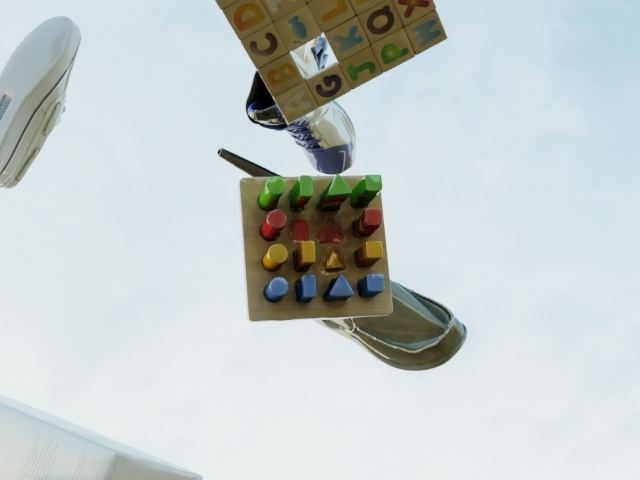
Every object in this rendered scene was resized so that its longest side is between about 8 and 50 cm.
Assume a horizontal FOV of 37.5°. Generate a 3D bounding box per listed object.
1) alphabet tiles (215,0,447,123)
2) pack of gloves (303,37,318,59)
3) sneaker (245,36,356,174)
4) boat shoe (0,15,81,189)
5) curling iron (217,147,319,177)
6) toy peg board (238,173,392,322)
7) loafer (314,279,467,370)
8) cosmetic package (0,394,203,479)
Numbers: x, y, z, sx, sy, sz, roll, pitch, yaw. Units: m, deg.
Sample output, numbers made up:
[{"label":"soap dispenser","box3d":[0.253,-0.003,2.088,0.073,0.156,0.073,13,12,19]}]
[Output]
[{"label":"alphabet tiles","box3d":[0.003,-0.250,0.954,0.198,0.009,0.237,-27,-49,6]},{"label":"pack of gloves","box3d":[0.029,-0.350,1.134,0.046,0.232,0.195,9,-6,-7]},{"label":"sneaker","box3d":[-0.052,-0.233,1.708,0.127,0.182,0.315,7,-46,32]},{"label":"boat shoe","box3d":[-0.417,-0.196,1.377,0.088,0.096,0.267,33,-99,-59]},{"label":"curling iron","box3d":[-0.084,-0.119,1.776,0.274,0.068,0.035,18,-45,-38]},{"label":"toy peg board","box3d":[0.000,0.000,1.013,0.161,0.160,0.079,-2,-13,-12]},{"label":"loafer","box3d":[0.067,0.088,1.187,0.251,0.094,0.087,16,-32,38]},{"label":"cosmetic package","box3d":[-0.368,0.307,1.228,0.366,0.155,0.197,14,-14,29]}]
